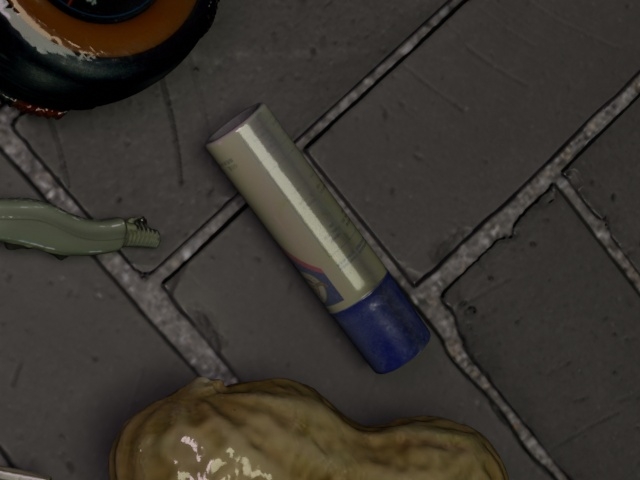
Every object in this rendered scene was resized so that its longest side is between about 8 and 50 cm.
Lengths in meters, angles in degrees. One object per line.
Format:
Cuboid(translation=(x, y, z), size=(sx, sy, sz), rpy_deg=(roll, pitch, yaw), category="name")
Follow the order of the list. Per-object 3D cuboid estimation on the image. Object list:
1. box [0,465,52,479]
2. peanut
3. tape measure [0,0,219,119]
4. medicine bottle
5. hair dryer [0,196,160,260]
Cuboid(translation=(-0.265, 0.257, 1.104), size=(0.109, 0.029, 0.198), rpy_deg=(11, 81, -3), category="box")
Cuboid(translation=(-0.003, 0.184, 1.172), size=(0.325, 0.140, 0.153), rpy_deg=(6, 72, -23), category="peanut")
Cuboid(translation=(-0.183, -0.198, 1.102), size=(0.223, 0.135, 0.202), rpy_deg=(32, 69, -21), category="tape measure")
Cuboid(translation=(0.000, 0.000, 1.210), size=(0.059, 0.059, 0.231), rpy_deg=(-40, 103, -16), category="medicine bottle")
Cuboid(translation=(-0.255, 0.031, 1.117), size=(0.225, 0.088, 0.219), rpy_deg=(35, 85, -33), category="hair dryer")
